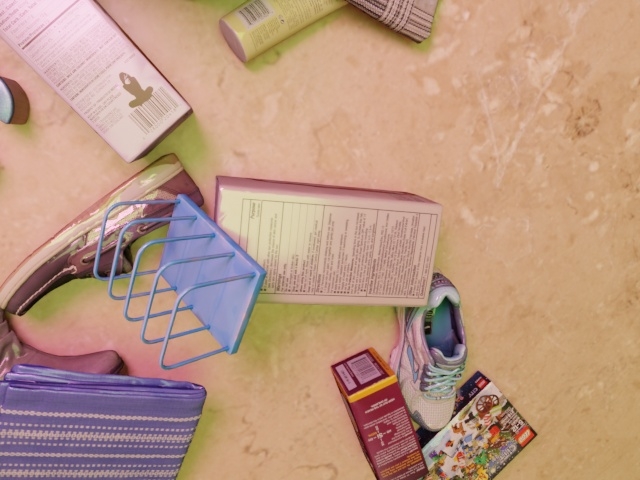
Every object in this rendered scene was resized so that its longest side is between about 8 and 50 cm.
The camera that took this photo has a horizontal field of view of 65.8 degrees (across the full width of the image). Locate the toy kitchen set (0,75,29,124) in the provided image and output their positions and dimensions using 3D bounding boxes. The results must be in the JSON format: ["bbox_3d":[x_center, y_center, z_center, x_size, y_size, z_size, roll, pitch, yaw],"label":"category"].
[{"bbox_3d":[-0.463,-0.157,0.536,0.207,0.122,0.166,37,91,-18],"label":"toy kitchen set"}]

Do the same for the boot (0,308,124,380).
[{"bbox_3d":[-0.400,0.142,0.642,0.246,0.083,0.161,-14,99,-13],"label":"boot"}]

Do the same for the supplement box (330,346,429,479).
[{"bbox_3d":[0.092,0.282,0.782,0.080,0.104,0.188,-22,106,-8],"label":"supplement box"}]

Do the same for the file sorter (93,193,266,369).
[{"bbox_3d":[-0.166,0.041,0.558,0.104,0.170,0.118,-7,128,-48],"label":"file sorter"}]

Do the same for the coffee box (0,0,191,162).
[{"bbox_3d":[-0.268,-0.214,0.566,0.098,0.141,0.246,-43,107,-2],"label":"coffee box"}]

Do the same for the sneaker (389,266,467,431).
[{"bbox_3d":[0.173,0.184,0.772,0.110,0.122,0.283,-10,104,-12],"label":"sneaker"}]

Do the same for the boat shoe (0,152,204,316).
[{"bbox_3d":[-0.275,0.006,0.633,0.285,0.103,0.092,-42,104,-9],"label":"boat shoe"}]

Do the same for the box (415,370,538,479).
[{"bbox_3d":[0.250,0.366,0.872,0.233,0.044,0.159,-44,108,-2],"label":"box"}]

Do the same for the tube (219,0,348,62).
[{"bbox_3d":[-0.019,-0.323,0.654,0.240,0.062,0.070,-38,152,-9],"label":"tube"}]

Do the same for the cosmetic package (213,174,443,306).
[{"bbox_3d":[0.000,0.000,0.686,0.296,0.129,0.153,5,103,-16],"label":"cosmetic package"}]

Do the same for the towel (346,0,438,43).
[{"bbox_3d":[0.077,-0.461,0.608,0.312,0.056,0.324,17,94,-30],"label":"towel"}]

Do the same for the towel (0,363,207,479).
[{"bbox_3d":[-0.313,0.305,0.666,0.243,0.040,0.336,13,116,-25],"label":"towel"}]
